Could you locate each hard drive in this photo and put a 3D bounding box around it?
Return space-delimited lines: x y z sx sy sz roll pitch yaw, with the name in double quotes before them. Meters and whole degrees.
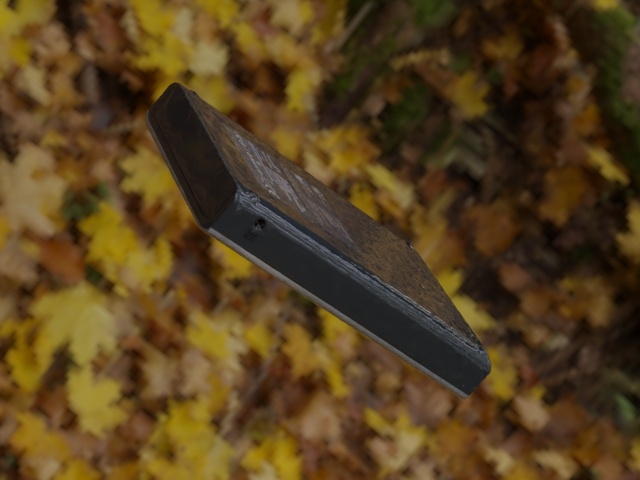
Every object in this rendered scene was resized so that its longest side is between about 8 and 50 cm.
"hard drive" 0.000 0.000 0.695 0.135 0.022 0.094 34 13 -32
